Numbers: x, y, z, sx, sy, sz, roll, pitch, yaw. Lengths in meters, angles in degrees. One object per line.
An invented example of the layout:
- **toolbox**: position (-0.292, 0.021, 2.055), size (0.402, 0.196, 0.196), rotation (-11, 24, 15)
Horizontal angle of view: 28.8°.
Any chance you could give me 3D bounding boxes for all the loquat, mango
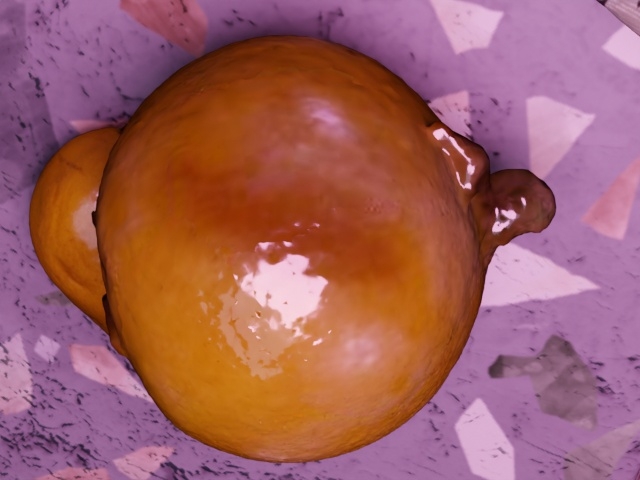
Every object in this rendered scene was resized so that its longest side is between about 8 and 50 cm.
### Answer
- **loquat**: position (0.000, 0.000, 0.953), size (0.359, 0.328, 0.328), rotation (-12, 117, 5)
- **mango**: position (-0.176, 0.008, 1.115), size (0.147, 0.109, 0.227), rotation (-18, 117, -6)

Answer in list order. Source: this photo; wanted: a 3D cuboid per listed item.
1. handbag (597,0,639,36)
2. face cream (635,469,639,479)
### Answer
- **handbag**: position (0.239, -0.298, 0.746), size (0.416, 0.180, 0.317), rotation (42, 127, 6)
- **face cream**: position (0.396, 0.247, 1.157), size (0.198, 0.057, 0.084), rotation (24, 125, 0)
